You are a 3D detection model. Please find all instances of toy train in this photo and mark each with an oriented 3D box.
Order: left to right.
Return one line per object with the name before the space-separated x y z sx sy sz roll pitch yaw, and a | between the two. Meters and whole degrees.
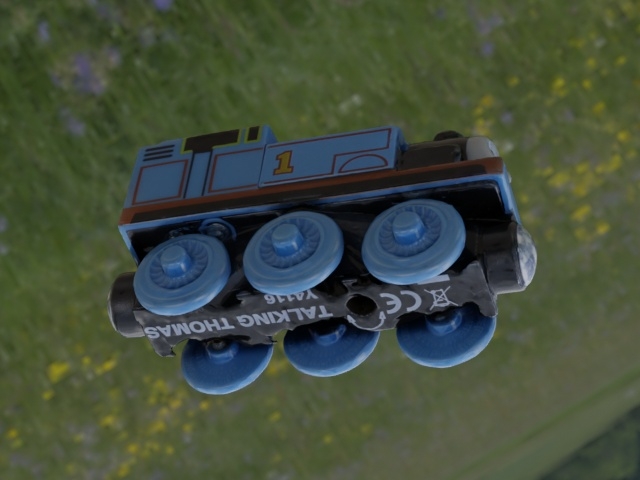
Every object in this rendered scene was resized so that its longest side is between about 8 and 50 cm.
toy train | 0.000 0.000 0.708 0.184 0.105 0.080 -9 136 16
